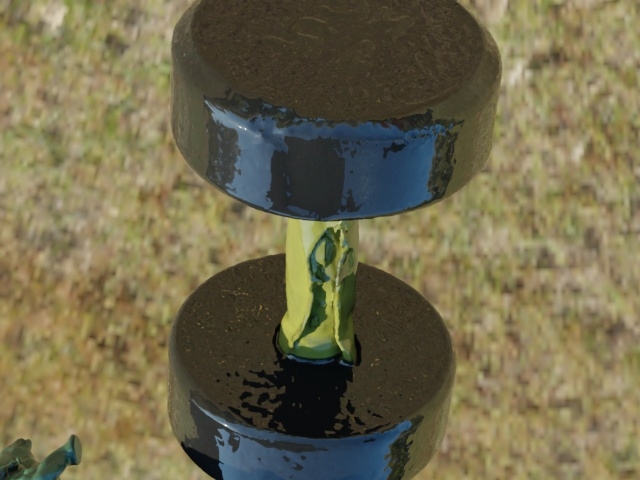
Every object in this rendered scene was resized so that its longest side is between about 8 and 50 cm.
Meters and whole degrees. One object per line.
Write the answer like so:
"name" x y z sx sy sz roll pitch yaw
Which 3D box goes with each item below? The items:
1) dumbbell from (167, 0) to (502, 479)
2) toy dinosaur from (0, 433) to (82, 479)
"dumbbell" 0.000 0.000 1.286 0.204 0.203 0.322 5 128 1
"toy dinosaur" -0.187 0.213 1.284 0.120 0.292 0.079 -24 119 -9
